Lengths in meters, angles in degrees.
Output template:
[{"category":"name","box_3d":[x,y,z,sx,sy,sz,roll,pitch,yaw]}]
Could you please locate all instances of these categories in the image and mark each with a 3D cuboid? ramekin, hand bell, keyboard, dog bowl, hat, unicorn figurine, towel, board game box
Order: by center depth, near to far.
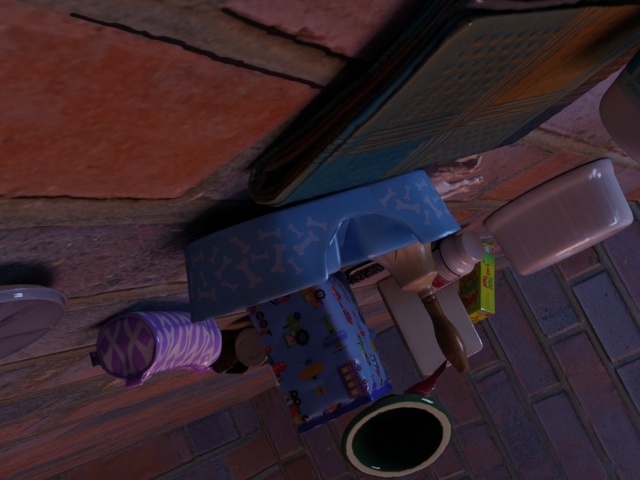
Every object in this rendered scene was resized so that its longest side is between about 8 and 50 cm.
[{"category":"towel","box_3d":[0.142,-0.129,0.635,0.370,0.040,0.271,-18,168,-41]},{"category":"dog bowl","box_3d":[0.000,0.000,0.751,0.297,0.074,0.166,-19,180,-31]},{"category":"unicorn figurine","box_3d":[0.133,-0.056,0.917,0.111,0.060,0.162,-22,152,-13]},{"category":"hat","box_3d":[0.112,0.264,1.245,0.208,0.183,0.173,36,109,-30]},{"category":"hand bell","box_3d":[0.181,0.105,1.252,0.126,0.242,0.126,-24,169,-5]},{"category":"keyboard","box_3d":[0.131,0.037,1.397,0.180,0.023,0.108,-24,169,-5]},{"category":"ramekin","box_3d":[0.483,-0.039,1.526,0.277,0.135,0.277,-25,169,-5]},{"category":"board game box","box_3d":[0.385,0.106,1.876,0.043,0.181,0.092,19,149,-20]}]

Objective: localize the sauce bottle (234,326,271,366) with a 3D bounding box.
[{"category":"sauce bottle","box_3d":[-0.054,0.190,1.464,0.111,0.111,0.344,-30,170,20]}]

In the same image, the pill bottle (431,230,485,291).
[{"category":"pill bottle","box_3d":[0.251,0.042,1.515,0.086,0.086,0.152,-14,164,-45]}]

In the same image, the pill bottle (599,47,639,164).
[{"category":"pill bottle","box_3d":[0.339,-0.159,0.549,0.146,0.146,0.264,-13,142,-48]}]

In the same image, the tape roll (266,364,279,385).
[{"category":"tape roll","box_3d":[-0.008,0.290,2.047,0.286,0.100,0.286,-24,169,-5]}]

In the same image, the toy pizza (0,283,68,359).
[{"category":"toy pizza","box_3d":[-0.305,0.076,0.610,0.201,0.032,0.201,-25,168,-6]}]

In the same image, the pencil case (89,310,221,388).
[{"category":"pencil case","box_3d":[-0.196,0.132,0.958,0.086,0.088,0.206,-26,170,14]}]

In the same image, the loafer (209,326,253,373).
[{"category":"loafer","box_3d":[-0.164,0.216,1.429,0.080,0.078,0.220,-29,168,16]}]

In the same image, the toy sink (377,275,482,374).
[{"category":"toy sink","box_3d":[0.246,0.175,1.735,0.153,0.234,0.131,-26,168,-1]}]

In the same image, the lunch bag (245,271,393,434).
[{"category":"lunch bag","box_3d":[0.034,0.163,1.250,0.138,0.221,0.293,-29,168,20]}]
